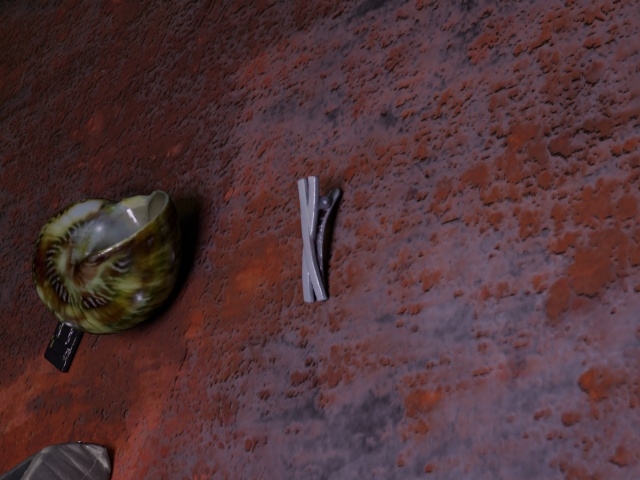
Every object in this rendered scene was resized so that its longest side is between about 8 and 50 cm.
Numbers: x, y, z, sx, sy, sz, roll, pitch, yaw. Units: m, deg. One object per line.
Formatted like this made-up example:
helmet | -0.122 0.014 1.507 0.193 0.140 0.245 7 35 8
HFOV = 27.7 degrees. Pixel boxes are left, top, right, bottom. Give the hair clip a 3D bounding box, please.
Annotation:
hair clip | 0.001 0.000 1.191 0.030 0.039 0.115 -12 74 59

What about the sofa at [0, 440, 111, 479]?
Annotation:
sofa | -0.299 0.353 1.357 0.210 0.176 0.225 -36 18 37

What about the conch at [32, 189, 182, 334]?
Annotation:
conch | -0.218 0.018 1.393 0.187 0.124 0.181 -34 33 7

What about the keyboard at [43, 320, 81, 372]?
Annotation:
keyboard | -0.275 0.054 1.535 0.061 0.013 0.204 25 93 54
